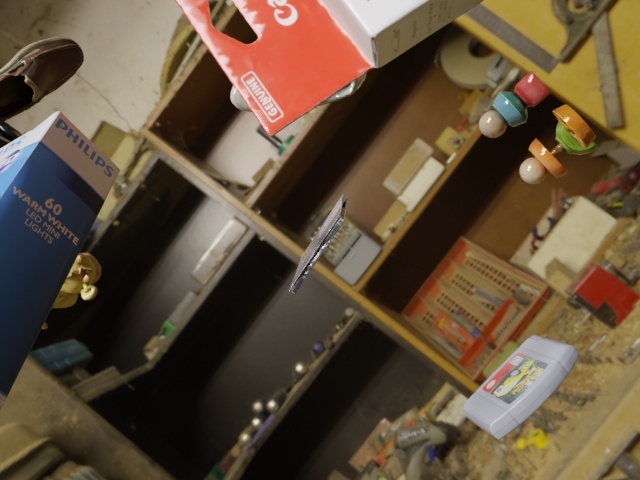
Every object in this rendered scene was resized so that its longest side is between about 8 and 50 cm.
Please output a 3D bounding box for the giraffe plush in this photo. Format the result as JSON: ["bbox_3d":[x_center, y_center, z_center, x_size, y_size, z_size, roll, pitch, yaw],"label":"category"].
[{"bbox_3d":[-0.563,0.075,1.316,0.170,0.181,0.210,-23,25,15],"label":"giraffe plush"}]

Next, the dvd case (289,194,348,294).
[{"bbox_3d":[0.000,0.000,1.149,0.164,0.018,0.221,-57,4,14],"label":"dvd case"}]

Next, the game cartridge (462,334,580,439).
[{"bbox_3d":[0.501,0.360,1.505,0.294,0.060,0.196,-43,10,-8],"label":"game cartridge"}]

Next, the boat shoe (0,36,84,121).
[{"bbox_3d":[-0.529,-0.280,1.087,0.257,0.095,0.095,-43,-37,-24],"label":"boat shoe"}]

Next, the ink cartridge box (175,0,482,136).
[{"bbox_3d":[-0.022,-0.271,0.559,0.239,0.275,0.060,-33,-17,-3],"label":"ink cartridge box"}]

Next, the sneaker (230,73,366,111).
[{"bbox_3d":[-0.049,-0.287,1.107,0.262,0.099,0.121,-10,27,13],"label":"sneaker"}]

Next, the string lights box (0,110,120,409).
[{"bbox_3d":[-0.261,0.027,0.448,0.133,0.077,0.259,-20,40,26],"label":"string lights box"}]

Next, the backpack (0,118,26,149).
[{"bbox_3d":[-0.544,-0.129,0.870,0.191,0.253,0.225,-52,-7,-7],"label":"backpack"}]

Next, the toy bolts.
[{"bbox_3d":[0.451,-0.231,1.279,0.158,0.228,0.218,-42,-9,18],"label":"toy bolts"}]
